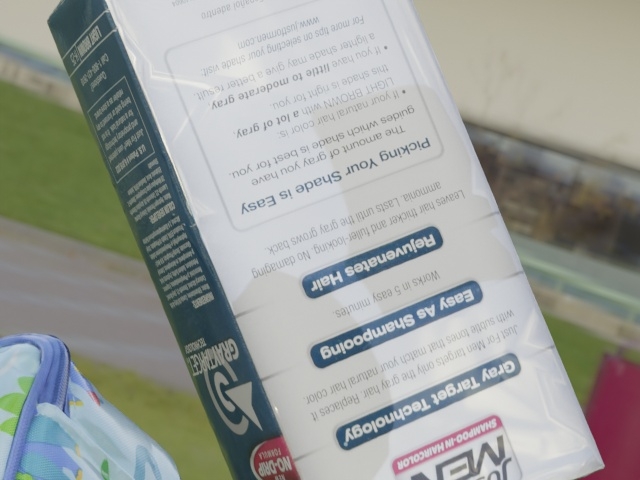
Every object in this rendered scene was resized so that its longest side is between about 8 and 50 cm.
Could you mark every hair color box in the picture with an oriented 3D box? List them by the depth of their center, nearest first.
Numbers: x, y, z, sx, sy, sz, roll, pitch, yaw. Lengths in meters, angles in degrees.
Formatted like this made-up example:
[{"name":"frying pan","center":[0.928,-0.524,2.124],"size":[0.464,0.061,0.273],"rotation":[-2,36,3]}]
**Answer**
[{"name":"hair color box","center":[0.000,0.000,1.049],"size":[0.174,0.347,0.105],"rotation":[-21,-3,-24]}]

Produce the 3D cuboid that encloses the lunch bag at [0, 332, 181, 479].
[{"name":"lunch bag","center":[-0.139,0.141,0.577],"size":[0.176,0.219,0.090],"rotation":[-24,-56,25]}]
